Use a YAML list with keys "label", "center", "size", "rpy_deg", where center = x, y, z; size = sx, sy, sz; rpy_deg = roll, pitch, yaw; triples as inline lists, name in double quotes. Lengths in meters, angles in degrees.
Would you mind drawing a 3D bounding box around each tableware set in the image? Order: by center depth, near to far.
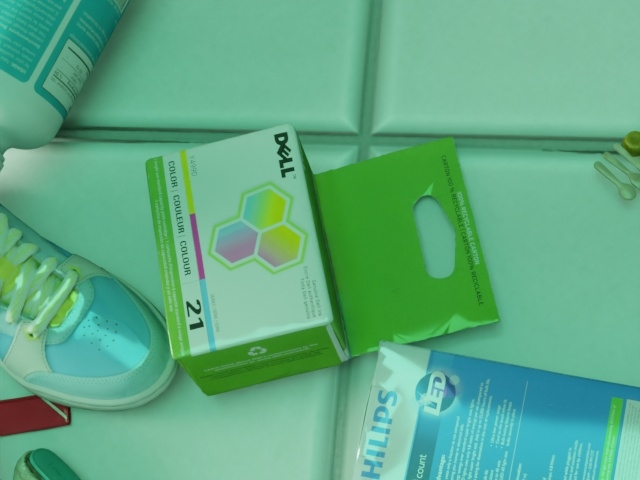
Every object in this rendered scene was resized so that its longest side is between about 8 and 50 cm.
- label: "tableware set"
  center: [0.312, -0.045, 1.162]
  size: [0.104, 0.024, 0.154]
  rpy_deg: [-43, 69, -9]

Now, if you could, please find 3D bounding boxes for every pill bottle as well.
- label: "pill bottle"
  center: [-0.271, -0.184, 1.243]
  size: [0.146, 0.146, 0.264]
  rpy_deg: [23, 77, 16]

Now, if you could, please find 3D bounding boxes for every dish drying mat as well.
- label: "dish drying mat"
  center: [-0.257, 0.150, 1.207]
  size: [0.083, 0.008, 0.032]
  rpy_deg: [-9, 72, 7]

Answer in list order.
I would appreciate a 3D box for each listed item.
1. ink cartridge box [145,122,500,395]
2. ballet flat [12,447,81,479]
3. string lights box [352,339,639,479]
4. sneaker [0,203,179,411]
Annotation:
- label: "ink cartridge box"
  center: [0.000, 0.000, 1.153]
  size: [0.255, 0.097, 0.189]
  rpy_deg: [-14, 64, 6]
- label: "ballet flat"
  center: [-0.193, 0.240, 1.152]
  size: [0.168, 0.057, 0.052]
  rpy_deg: [40, 111, 23]
- label: "string lights box"
  center: [0.162, 0.170, 1.089]
  size: [0.259, 0.077, 0.133]
  rpy_deg: [10, 74, 13]
- label: "sneaker"
  center: [-0.271, 0.024, 1.143]
  size: [0.319, 0.208, 0.127]
  rpy_deg: [27, 75, 17]
